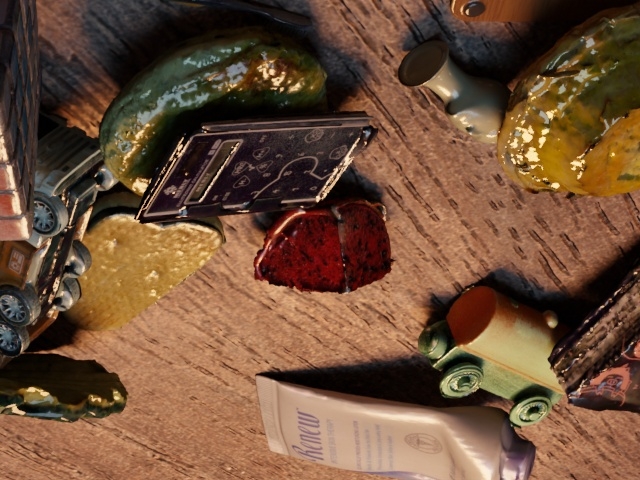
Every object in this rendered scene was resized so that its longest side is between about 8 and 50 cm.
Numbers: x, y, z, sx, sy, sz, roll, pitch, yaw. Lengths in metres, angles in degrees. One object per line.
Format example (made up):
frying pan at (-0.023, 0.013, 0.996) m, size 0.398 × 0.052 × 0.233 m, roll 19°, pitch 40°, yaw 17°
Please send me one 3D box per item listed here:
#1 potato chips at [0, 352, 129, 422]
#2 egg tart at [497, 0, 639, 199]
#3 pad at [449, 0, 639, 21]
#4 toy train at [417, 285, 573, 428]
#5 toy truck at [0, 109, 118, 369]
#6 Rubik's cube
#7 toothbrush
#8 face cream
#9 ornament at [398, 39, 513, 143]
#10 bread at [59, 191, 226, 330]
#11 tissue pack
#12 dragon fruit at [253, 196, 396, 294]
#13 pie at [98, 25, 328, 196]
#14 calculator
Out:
potato chips at (-0.450, 0.168, 1.930) m, size 0.429 × 0.070 × 0.358 m, roll 9°, pitch 179°, yaw -18°
egg tart at (0.339, -0.138, 1.712) m, size 0.295 × 0.116 × 0.295 m, roll -20°, pitch 143°, yaw -16°
pad at (0.295, -0.332, 1.583) m, size 0.284 × 0.018 × 0.286 m, roll -1°, pitch 144°, yaw -9°
toy train at (0.274, 0.160, 2.166) m, size 0.285 × 0.116 × 0.177 m, roll 26°, pitch 121°, yaw -36°
toy truck at (-0.357, -0.011, 1.761) m, size 0.162 × 0.136 × 0.305 m, roll 32°, pitch 129°, yaw 8°
Rubik's cube at (-0.406, -0.153, 1.508) m, size 0.238 × 0.237 × 0.237 m, roll 2°, pitch 143°, yaw -4°
toothbrush at (-0.156, -0.260, 1.593) m, size 0.321 × 0.023 × 0.031 m, roll 13°, pitch 133°, yaw -25°
face cream at (0.114, 0.297, 2.286) m, size 0.420 × 0.137 × 0.235 m, roll 9°, pitch 147°, yaw 11°
ornament at (0.166, -0.164, 1.733) m, size 0.075 × 0.081 × 0.156 m, roll -18°, pitch 142°, yaw 40°
bread at (-0.265, 0.017, 1.914) m, size 0.286 × 0.056 × 0.207 m, roll -34°, pitch 135°, yaw 31°
tissue pack at (0.503, 0.113, 2.094) m, size 0.245 × 0.123 × 0.332 m, roll 16°, pitch 128°, yaw -38°
dragon fruit at (0.000, -0.002, 1.930) m, size 0.161 × 0.120 × 0.127 m, roll 2°, pitch -167°, yaw 29°
pie at (-0.113, -0.129, 1.691) m, size 0.277 × 0.078 × 0.277 m, roll -16°, pitch 147°, yaw -11°
calculator at (-0.070, -0.084, 1.704) m, size 0.274 × 0.028 × 0.166 m, roll -7°, pitch 148°, yaw -39°
